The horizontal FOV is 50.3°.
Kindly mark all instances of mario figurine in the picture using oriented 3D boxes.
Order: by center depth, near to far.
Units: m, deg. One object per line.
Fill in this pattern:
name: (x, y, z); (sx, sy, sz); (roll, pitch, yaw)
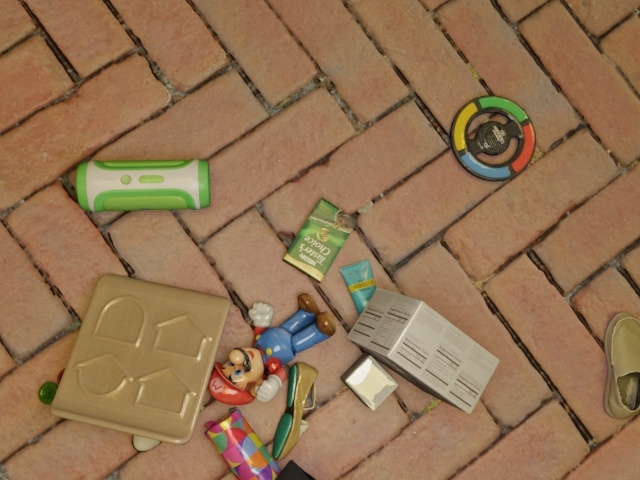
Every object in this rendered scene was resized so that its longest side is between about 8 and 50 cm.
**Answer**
mario figurine: (-0.124, 0.246, 1.561); (0.320, 0.198, 0.170); (-38, 100, -14)

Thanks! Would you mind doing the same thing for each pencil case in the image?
pencil case: (-0.169, 0.500, 1.567); (0.104, 0.104, 0.236); (-34, 85, -10)

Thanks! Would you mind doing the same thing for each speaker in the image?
speaker: (-0.411, -0.130, 1.607); (0.296, 0.131, 0.131); (-2, 82, -7)

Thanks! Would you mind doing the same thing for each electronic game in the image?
electronic game: (0.448, -0.265, 1.768); (0.229, 0.048, 0.230); (1, 82, -6)

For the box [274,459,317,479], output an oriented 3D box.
box: (-0.034, 0.719, 1.461); (0.312, 0.179, 0.343); (42, 79, -20)

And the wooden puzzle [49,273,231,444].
wooden puzzle: (-0.394, 0.262, 1.537); (0.321, 0.080, 0.348); (11, 63, 7)

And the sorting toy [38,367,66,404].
sorting toy: (-0.594, 0.339, 1.570); (0.102, 0.042, 0.061); (-40, 73, 2)

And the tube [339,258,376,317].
tube: (0.116, 0.154, 1.674); (0.080, 0.052, 0.207); (-15, 80, -20)

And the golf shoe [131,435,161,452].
golf shoe: (-0.356, 0.406, 1.558); (0.077, 0.094, 0.198); (45, 81, 0)

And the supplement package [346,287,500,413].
supplement package: (0.231, 0.246, 1.555); (0.261, 0.204, 0.145); (37, 79, -22)

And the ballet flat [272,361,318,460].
ballet flat: (-0.052, 0.406, 1.604); (0.073, 0.080, 0.233); (16, 82, -19)

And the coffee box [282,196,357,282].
coffee box: (0.000, 0.000, 1.681); (0.113, 0.040, 0.184); (33, 80, -1)

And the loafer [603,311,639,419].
loafer: (0.773, 0.313, 1.702); (0.101, 0.092, 0.269); (6, 81, -6)

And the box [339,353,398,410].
box: (0.113, 0.335, 1.617); (0.087, 0.101, 0.102); (-43, 89, -10)
